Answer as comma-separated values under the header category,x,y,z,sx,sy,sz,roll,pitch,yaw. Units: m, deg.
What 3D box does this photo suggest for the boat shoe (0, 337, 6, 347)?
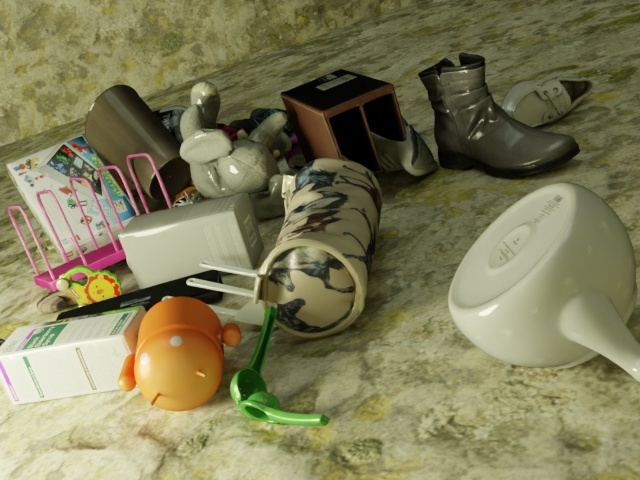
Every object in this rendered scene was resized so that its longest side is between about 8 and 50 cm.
category,x,y,z,sx,sy,sz,roll,pitch,yaw
boat shoe,-0.631,0.214,1.630,0.083,0.065,0.183,-1,26,38

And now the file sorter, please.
category,x,y,z,sx,sy,sz,roll,pitch,yaw
file sorter,-0.462,-0.044,1.924,0.290,0.182,0.202,-26,12,-23

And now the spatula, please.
category,x,y,z,sx,sy,sz,roll,pitch,yaw
spatula,-0.138,0.085,1.591,0.242,0.019,0.168,10,35,26

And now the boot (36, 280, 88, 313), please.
category,x,y,z,sx,sy,sz,roll,pitch,yaw
boot,-0.490,0.105,1.828,0.118,0.042,0.087,-28,19,-34

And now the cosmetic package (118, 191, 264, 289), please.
category,x,y,z,sx,sy,sz,roll,pitch,yaw
cosmetic package,-0.241,0.003,1.776,0.238,0.127,0.107,-8,23,16

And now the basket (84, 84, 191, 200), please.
category,x,y,z,sx,sy,sz,roll,pitch,yaw
basket,-0.399,-0.207,2.121,0.154,0.204,0.227,-33,61,-28

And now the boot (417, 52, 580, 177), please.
category,x,y,z,sx,sy,sz,roll,pitch,yaw
boot,0.327,-0.246,1.824,0.338,0.223,0.118,7,31,46

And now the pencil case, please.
category,x,y,z,sx,sy,sz,roll,pitch,yaw
pencil case,0.000,0.000,1.551,0.183,0.160,0.410,0,24,7

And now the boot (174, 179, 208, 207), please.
category,x,y,z,sx,sy,sz,roll,pitch,yaw
boot,-0.314,-0.113,2.189,0.197,0.073,0.152,-16,28,22

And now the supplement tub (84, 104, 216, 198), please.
category,x,y,z,sx,sy,sz,roll,pitch,yaw
supplement tub,-0.413,-0.220,2.348,0.316,0.193,0.193,-16,22,4

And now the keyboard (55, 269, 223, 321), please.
category,x,y,z,sx,sy,sz,roll,pitch,yaw
keyboard,-0.323,0.134,1.648,0.317,0.033,0.201,-17,20,3

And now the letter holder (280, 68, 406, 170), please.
category,x,y,z,sx,sy,sz,roll,pitch,yaw
letter holder,0.058,-0.215,1.949,0.152,0.214,0.302,-24,21,-11

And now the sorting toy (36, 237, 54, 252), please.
category,x,y,z,sx,sy,sz,roll,pitch,yaw
sorting toy,-0.620,0.007,2.196,0.083,0.012,0.062,-19,26,-16

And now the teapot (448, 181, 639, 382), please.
category,x,y,z,sx,sy,sz,roll,pitch,yaw
teapot,0.294,0.065,1.169,0.252,0.187,0.256,-33,21,49

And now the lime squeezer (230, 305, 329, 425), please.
category,x,y,z,sx,sy,sz,roll,pitch,yaw
lime squeezer,-0.063,0.197,1.248,0.110,0.059,0.310,-33,25,-1

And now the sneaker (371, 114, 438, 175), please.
category,x,y,z,sx,sy,sz,roll,pitch,yaw
sneaker,0.158,-0.183,1.997,0.129,0.111,0.297,-34,19,3

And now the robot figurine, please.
category,x,y,z,sx,sy,sz,roll,pitch,yaw
robot figurine,-0.200,0.160,1.359,0.158,0.128,0.219,13,19,-11

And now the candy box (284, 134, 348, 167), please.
category,x,y,z,sx,sy,sz,roll,pitch,yaw
candy box,0.044,-0.246,2.238,0.159,0.071,0.233,5,31,44

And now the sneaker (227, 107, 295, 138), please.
category,x,y,z,sx,sy,sz,roll,pitch,yaw
sneaker,-0.135,-0.255,2.324,0.139,0.125,0.341,-4,27,19

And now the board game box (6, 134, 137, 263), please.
category,x,y,z,sx,sy,sz,roll,pitch,yaw
board game box,-0.558,-0.100,2.144,0.193,0.053,0.305,-26,57,-22

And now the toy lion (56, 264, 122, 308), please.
category,x,y,z,sx,sy,sz,roll,pitch,yaw
toy lion,-0.422,0.086,1.749,0.096,0.100,0.034,-34,18,9

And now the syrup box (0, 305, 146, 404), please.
category,x,y,z,sx,sy,sz,roll,pitch,yaw
syrup box,-0.383,0.181,1.488,0.237,0.096,0.093,-9,23,16

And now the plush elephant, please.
category,x,y,z,sx,sy,sz,roll,pitch,yaw
plush elephant,-0.165,-0.177,1.986,0.255,0.272,0.330,-10,47,52

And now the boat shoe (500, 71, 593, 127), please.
category,x,y,z,sx,sy,sz,roll,pitch,yaw
boat shoe,0.485,-0.300,2.007,0.096,0.098,0.277,6,30,46
